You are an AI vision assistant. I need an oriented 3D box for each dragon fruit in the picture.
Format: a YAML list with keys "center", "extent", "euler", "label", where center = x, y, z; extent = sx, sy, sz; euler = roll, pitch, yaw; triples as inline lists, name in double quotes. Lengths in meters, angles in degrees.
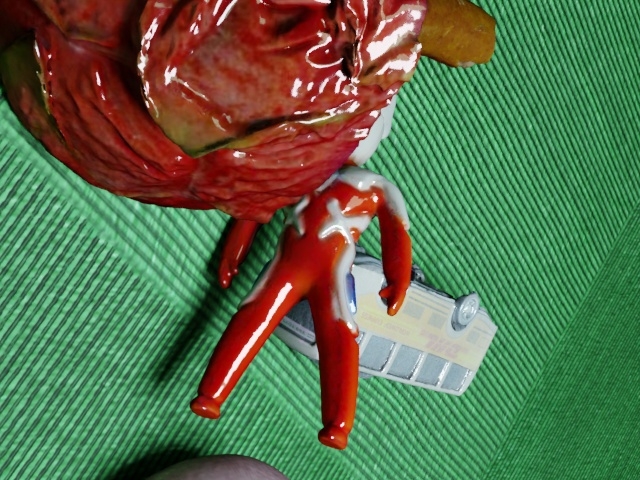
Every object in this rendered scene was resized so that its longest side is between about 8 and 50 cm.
- center: [-0.076, -0.171, 0.894]
  extent: [0.302, 0.330, 0.240]
  euler: [32, 58, -49]
  label: "dragon fruit"

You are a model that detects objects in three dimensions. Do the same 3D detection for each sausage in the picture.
- center: [0.069, -0.220, 1.173]
  extent: [0.302, 0.103, 0.076]
  euler: [-9, 150, -50]
  label: "sausage"

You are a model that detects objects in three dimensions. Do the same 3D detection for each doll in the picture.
- center: [0.000, 0.000, 1.123]
  extent: [0.099, 0.188, 0.384]
  euler: [70, 31, -64]
  label: "doll"

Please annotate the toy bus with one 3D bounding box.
- center: [0.076, 0.087, 1.316]
  extent: [0.342, 0.097, 0.138]
  euler: [21, 96, -53]
  label: "toy bus"

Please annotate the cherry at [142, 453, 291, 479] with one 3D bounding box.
- center: [-0.113, 0.321, 1.094]
  extent: [0.239, 0.206, 0.239]
  euler: [-38, 144, -34]
  label: "cherry"
